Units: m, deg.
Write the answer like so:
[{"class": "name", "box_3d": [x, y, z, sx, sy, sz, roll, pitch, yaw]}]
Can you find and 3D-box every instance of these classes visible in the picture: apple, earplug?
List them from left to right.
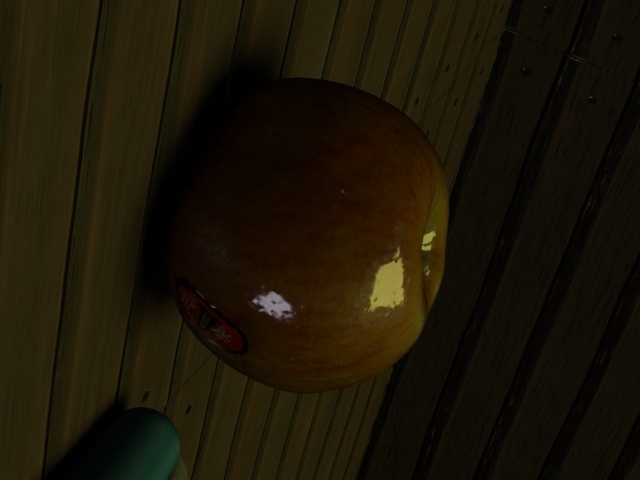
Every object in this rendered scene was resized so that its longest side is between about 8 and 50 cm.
[{"class": "earplug", "box_3d": [-0.270, 0.319, 1.758, 0.273, 0.132, 0.132, -56, 164, -46]}, {"class": "apple", "box_3d": [0.000, 0.000, 1.745, 0.400, 0.334, 0.400, -58, 166, -23]}]

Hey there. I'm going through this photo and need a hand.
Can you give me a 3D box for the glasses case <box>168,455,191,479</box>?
[{"class": "glasses case", "box_3d": [-0.290, 0.419, 1.940, 0.308, 0.083, 0.128, -50, 154, -47]}]
